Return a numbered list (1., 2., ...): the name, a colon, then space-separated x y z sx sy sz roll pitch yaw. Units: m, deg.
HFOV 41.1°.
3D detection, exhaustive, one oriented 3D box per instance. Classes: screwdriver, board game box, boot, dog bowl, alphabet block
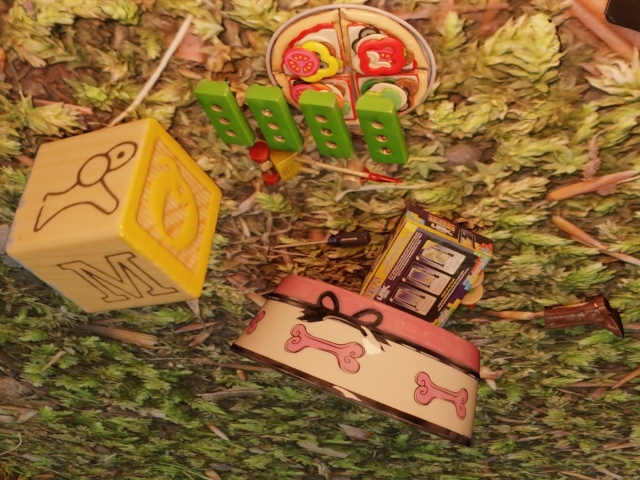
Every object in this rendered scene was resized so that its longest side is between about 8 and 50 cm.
1. screwdriver: 0.000 0.000 1.337 0.169 0.024 0.025 -1 118 26
2. board game box: 0.156 0.043 1.277 0.141 0.048 0.170 24 128 -6
3. boot: 0.444 0.141 1.447 0.114 0.037 0.106 -20 126 32
4. dog bowl: 0.071 0.183 1.363 0.407 0.151 0.408 22 172 3
5. alphabet block: -0.279 -0.029 1.184 0.197 0.193 0.193 -8 147 25

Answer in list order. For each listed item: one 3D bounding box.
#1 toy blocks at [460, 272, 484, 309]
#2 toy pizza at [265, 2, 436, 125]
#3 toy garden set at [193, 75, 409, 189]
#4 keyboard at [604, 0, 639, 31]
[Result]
1. toy blocks: 0.203 0.090 1.399 0.123 0.054 0.148 3 148 8
2. toy pizza: 0.034 -0.194 1.000 0.201 0.032 0.201 5 148 3
3. toy garden set: -0.006 -0.130 1.050 0.244 0.049 0.204 9 155 20
4. keyboard: 0.373 -0.229 0.828 0.180 0.023 0.108 22 158 17
